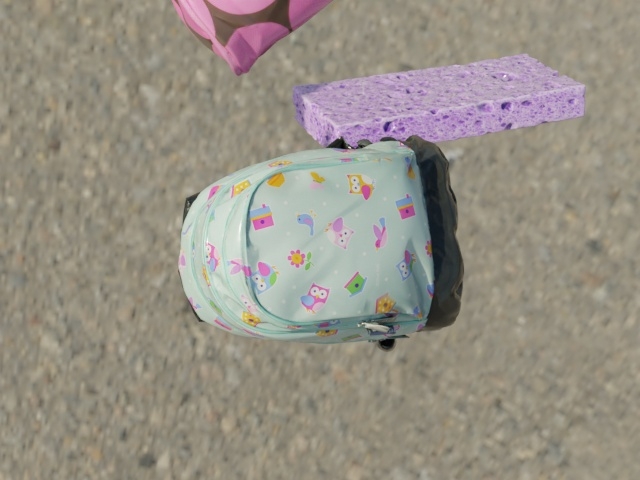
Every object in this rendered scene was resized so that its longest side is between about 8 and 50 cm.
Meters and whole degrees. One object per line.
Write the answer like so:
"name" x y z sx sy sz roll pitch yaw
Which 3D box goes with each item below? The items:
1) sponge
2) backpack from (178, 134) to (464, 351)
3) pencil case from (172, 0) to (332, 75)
"sponge" 0.093 -0.110 1.331 0.210 0.031 0.117 -9 22 -14
"backpack" 0.000 0.000 1.081 0.182 0.115 0.152 -6 83 -26
"pencil case" 0.001 -0.191 0.943 0.209 0.095 0.098 -41 45 -2
